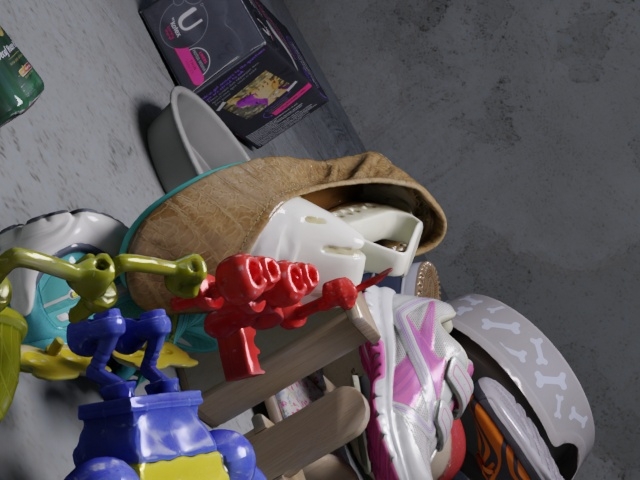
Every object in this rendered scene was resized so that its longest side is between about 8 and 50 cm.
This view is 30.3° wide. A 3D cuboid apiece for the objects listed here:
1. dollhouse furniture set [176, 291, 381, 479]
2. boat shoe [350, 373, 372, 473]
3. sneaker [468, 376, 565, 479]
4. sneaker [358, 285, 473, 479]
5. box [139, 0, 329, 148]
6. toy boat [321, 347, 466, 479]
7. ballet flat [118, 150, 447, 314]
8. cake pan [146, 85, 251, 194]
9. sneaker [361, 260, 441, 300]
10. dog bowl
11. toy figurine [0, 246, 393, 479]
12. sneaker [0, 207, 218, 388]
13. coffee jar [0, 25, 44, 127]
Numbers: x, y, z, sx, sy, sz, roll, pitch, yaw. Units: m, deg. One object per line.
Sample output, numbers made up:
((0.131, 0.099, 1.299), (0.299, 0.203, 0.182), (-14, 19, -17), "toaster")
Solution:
((0.029, 0.163, 1.138), (0.355, 0.174, 0.303), (47, 16, -48), "dollhouse furniture set")
((0.058, 0.200, 1.301), (0.133, 0.042, 0.049), (-94, -173, -51), "boat shoe")
((0.232, 0.344, 1.561), (0.321, 0.180, 0.124), (60, 12, -13), "sneaker")
((0.101, 0.152, 1.168), (0.103, 0.111, 0.252), (94, -7, -60), "sneaker")
((-0.121, -0.267, 1.739), (0.165, 0.143, 0.270), (61, 11, 20), "box")
((0.111, 0.189, 1.431), (0.151, 0.151, 0.231), (3, 50, -36), "toy boat")
((0.000, 0.000, 0.892), (0.124, 0.116, 0.342), (24, 18, 26), "ballet flat")
((-0.112, -0.047, 1.407), (0.293, 0.054, 0.293), (56, 11, -16), "cake pan")
((0.069, 0.160, 1.618), (0.099, 0.153, 0.282), (52, 42, -46), "sneaker")
((0.257, 0.231, 1.747), (0.349, 0.102, 0.349), (41, -28, 28), "dog bowl")
((-0.082, 0.136, 0.635), (0.362, 0.191, 0.217), (6, 67, -62), "toy figurine")
((-0.149, 0.060, 0.878), (0.275, 0.107, 0.110), (26, 54, -64), "sneaker")
((-0.282, -0.158, 0.838), (0.184, 0.079, 0.096), (55, 11, -18), "coffee jar")
